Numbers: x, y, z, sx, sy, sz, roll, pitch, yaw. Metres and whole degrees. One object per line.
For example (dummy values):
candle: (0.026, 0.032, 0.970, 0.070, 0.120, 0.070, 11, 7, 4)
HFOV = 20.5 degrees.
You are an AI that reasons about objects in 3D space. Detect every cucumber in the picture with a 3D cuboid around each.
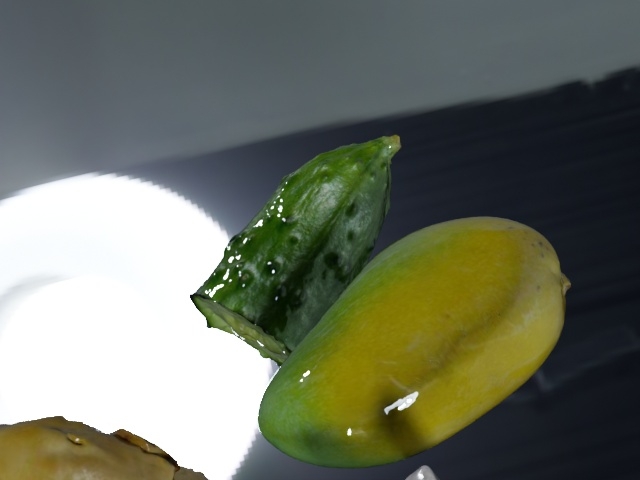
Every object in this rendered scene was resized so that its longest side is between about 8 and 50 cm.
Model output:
cucumber: (-0.003, -0.002, 1.640, 0.134, 0.244, 0.134, 34, 168, 8)

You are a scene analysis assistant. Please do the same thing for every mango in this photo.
mango: (0.069, 0.073, 1.273, 0.156, 0.251, 0.114, 34, 147, 37)

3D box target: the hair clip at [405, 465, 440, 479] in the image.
hair clip: (0.097, 0.256, 1.131, 0.331, 0.101, 0.085, 56, -170, -45)

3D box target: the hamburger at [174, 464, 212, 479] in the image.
hamburger: (-0.155, 0.323, 1.561, 0.283, 0.145, 0.259, -6, -93, -63)

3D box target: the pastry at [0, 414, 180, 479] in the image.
pastry: (-0.221, 0.237, 1.153, 0.162, 0.311, 0.255, -84, -15, -55)
